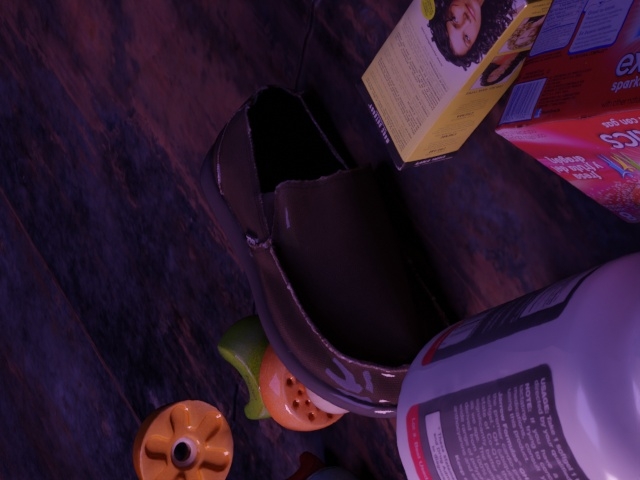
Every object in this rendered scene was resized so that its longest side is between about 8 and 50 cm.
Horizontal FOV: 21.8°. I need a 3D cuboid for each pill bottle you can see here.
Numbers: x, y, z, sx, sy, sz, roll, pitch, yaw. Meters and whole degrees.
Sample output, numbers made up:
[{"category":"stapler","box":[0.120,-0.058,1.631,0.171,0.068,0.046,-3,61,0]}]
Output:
[{"category":"pill bottle","box":[0.195,0.105,1.078,0.318,0.176,0.176,-29,77,61]}]

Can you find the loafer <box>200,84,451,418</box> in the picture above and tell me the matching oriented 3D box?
[{"category":"loafer","box":[0.000,0.000,1.417,0.366,0.133,0.130,52,144,35]}]

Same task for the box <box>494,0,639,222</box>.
[{"category":"box","box":[0.231,-0.095,0.923,0.257,0.122,0.128,-4,58,62]}]

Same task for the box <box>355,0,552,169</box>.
[{"category":"box","box":[0.106,-0.148,1.241,0.087,0.058,0.232,64,150,19]}]

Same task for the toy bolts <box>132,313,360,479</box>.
[{"category":"toy bolts","box":[-0.031,0.209,1.529,0.158,0.218,0.229,6,126,53]}]
